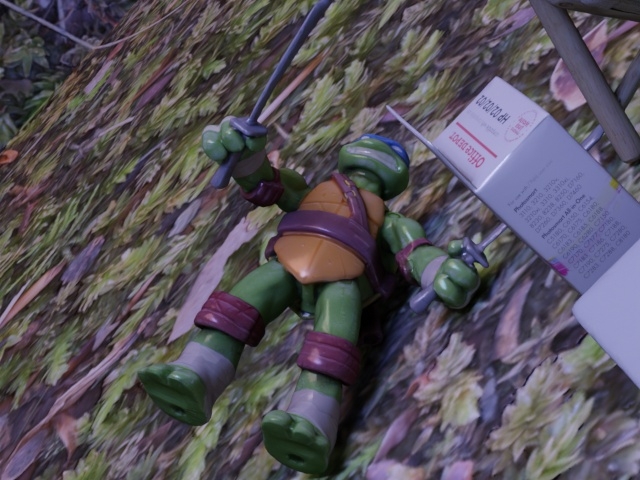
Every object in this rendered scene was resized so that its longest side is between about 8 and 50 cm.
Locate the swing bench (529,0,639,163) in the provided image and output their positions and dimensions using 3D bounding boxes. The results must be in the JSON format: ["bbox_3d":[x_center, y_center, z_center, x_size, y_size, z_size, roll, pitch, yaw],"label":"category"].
[{"bbox_3d":[0.212,-0.202,1.159,0.253,0.255,0.165,-12,40,59],"label":"swing bench"}]

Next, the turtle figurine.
[{"bbox_3d":[0.000,0.000,1.317,0.275,0.198,0.266,-23,35,57],"label":"turtle figurine"}]

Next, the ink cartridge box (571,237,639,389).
[{"bbox_3d":[0.296,-0.008,0.900,0.324,0.071,0.330,-45,22,5],"label":"ink cartridge box"}]

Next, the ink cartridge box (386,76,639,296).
[{"bbox_3d":[0.129,-0.028,1.115,0.061,0.181,0.104,-47,20,4],"label":"ink cartridge box"}]
